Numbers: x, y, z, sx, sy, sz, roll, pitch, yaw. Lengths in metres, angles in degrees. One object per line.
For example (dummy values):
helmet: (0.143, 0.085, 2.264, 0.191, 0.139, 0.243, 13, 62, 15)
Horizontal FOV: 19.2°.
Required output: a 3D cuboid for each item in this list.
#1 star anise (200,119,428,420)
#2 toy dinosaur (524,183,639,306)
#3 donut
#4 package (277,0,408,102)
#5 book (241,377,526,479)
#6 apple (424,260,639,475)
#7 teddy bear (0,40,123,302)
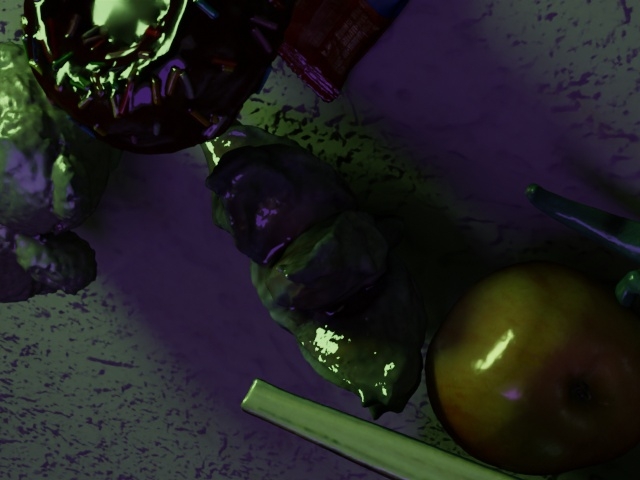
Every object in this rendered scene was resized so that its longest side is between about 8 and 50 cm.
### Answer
star anise: (0.000, 0.000, 1.529, 0.316, 0.139, 0.359, 48, 175, 44)
toy dinosaur: (0.280, 0.050, 1.416, 0.292, 0.079, 0.120, 27, 136, 14)
donut: (-0.133, -0.183, 1.441, 0.235, 0.235, 0.089, 11, 177, 34)
package: (0.022, -0.183, 1.454, 0.083, 0.022, 0.200, 42, 142, -2)
book: (0.138, 0.205, 1.525, 0.300, 0.039, 0.428, 19, 174, 23)
apple: (0.175, 0.100, 1.466, 0.199, 0.199, 0.199, 24, 140, 22)
teddy bear: (-0.274, -0.057, 1.737, 0.236, 0.151, 0.267, 60, 138, 21)
